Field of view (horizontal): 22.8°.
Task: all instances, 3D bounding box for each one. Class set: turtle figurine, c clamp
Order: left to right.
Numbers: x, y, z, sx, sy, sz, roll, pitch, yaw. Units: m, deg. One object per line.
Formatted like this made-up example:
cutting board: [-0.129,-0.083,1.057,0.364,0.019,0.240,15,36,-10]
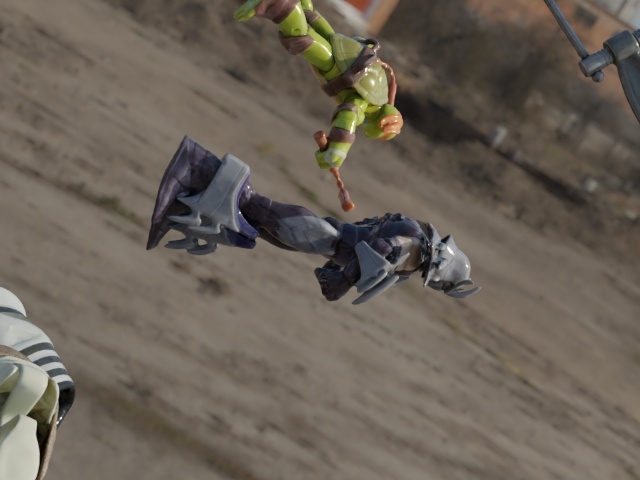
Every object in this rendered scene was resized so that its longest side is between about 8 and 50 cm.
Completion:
turtle figurine: [0.013,-0.162,1.530,0.217,0.087,0.269,47,34,-20]
c clamp: [0.232,-0.122,0.955,0.022,0.161,0.137,97,-31,-82]

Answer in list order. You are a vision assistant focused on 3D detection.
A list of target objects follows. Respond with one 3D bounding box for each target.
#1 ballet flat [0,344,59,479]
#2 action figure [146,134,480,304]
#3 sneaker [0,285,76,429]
ballet flat: [-0.281,0.179,1.438,0.108,0.106,0.316,22,32,-21]
action figure: [0.000,0.000,1.348,0.285,0.099,0.185,16,-4,-4]
sneaker: [-0.476,0.181,1.767,0.448,0.169,0.257,-14,35,-36]
